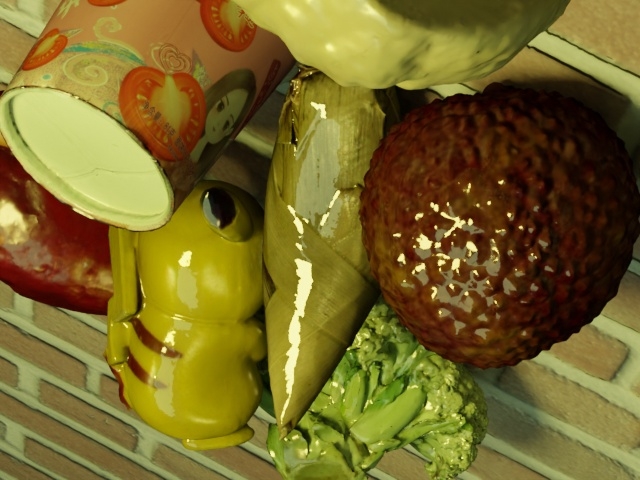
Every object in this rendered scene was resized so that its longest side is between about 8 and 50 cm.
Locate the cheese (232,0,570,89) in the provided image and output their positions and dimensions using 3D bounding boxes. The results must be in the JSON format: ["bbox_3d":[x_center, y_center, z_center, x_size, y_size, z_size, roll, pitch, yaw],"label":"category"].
[{"bbox_3d":[0.045,-0.259,1.247,0.318,0.326,0.115,2,155,-29],"label":"cheese"}]

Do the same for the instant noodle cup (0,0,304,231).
[{"bbox_3d":[-0.167,-0.156,1.612,0.243,0.231,0.243,23,148,15],"label":"instant noodle cup"}]

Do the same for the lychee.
[{"bbox_3d":[0.160,-0.014,1.534,0.260,0.260,0.260,22,149,14],"label":"lychee"}]

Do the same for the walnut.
[{"bbox_3d":[-0.276,-0.054,1.899,0.269,0.222,0.244,20,132,-11],"label":"walnut"}]

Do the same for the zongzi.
[{"bbox_3d":[0.000,0.000,1.626,0.145,0.300,0.274,11,144,14],"label":"zongzi"}]

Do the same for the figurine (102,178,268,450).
[{"bbox_3d":[-0.137,0.052,1.788,0.218,0.169,0.327,37,123,45],"label":"figurine"}]

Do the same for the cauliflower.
[{"bbox_3d":[0.031,0.168,1.895,0.275,0.250,0.272,10,146,31],"label":"cauliflower"}]
